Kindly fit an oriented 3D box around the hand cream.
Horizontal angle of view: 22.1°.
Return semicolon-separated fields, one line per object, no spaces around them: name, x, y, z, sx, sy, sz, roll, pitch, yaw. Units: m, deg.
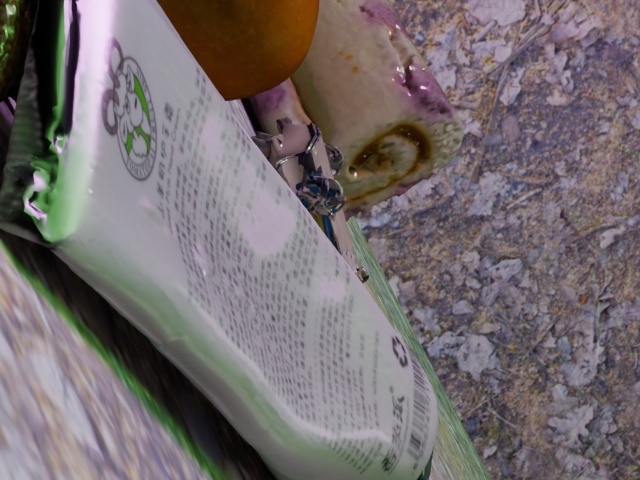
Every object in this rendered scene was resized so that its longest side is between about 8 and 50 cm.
hand cream;-0.026;0.020;0.598;0.336;0.076;0.121;56;29;-55

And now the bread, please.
bread;0.002;-0.190;1.699;0.338;0.187;0.155;64;5;35

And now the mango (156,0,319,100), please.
mango;-0.085;-0.162;0.744;0.253;0.113;0.138;52;24;-32

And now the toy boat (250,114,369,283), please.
toy boat;0.000;0.000;1.304;0.084;0.066;0.210;-87;164;-59

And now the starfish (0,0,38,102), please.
starfish;-0.100;-0.080;0.488;0.130;0.041;0.133;67;5;35
